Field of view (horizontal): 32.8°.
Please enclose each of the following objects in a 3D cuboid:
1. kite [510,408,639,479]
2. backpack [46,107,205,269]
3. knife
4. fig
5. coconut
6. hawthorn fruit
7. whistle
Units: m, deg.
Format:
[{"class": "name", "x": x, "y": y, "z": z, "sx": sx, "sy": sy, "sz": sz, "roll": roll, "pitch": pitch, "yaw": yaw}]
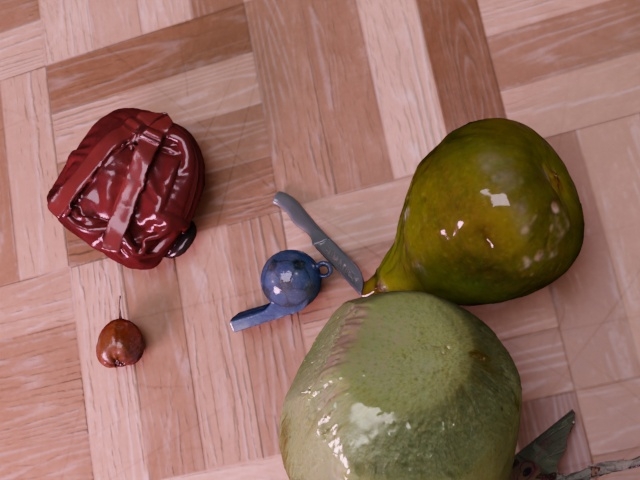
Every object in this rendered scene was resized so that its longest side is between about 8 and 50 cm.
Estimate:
[{"class": "kite", "x": 0.275, "y": 0.284, "z": 1.274, "sx": 0.250, "sy": 0.012, "sz": 0.229, "roll": -24, "pitch": 27, "yaw": 40}, {"class": "backpack", "x": -0.264, "y": -0.082, "z": 1.528, "sx": 0.229, "sy": 0.139, "sz": 0.229, "roll": -4, "pitch": 78, "yaw": 17}, {"class": "knife", "x": 0.000, "y": 0.000, "z": 1.479, "sx": 0.028, "sy": 0.015, "sz": 0.210, "roll": -29, "pitch": 56, "yaw": -22}, {"class": "fig", "x": 0.171, "y": -0.034, "z": 1.346, "sx": 0.314, "sy": 0.233, "sz": 0.233, "roll": 1, "pitch": 75, "yaw": 41}, {"class": "coconut", "x": 0.092, "y": 0.225, "z": 1.271, "sx": 0.282, "sy": 0.328, "sz": 0.328, "roll": -4, "pitch": 74, "yaw": -6}, {"class": "hawthorn fruit", "x": -0.283, "y": 0.129, "z": 1.526, "sx": 0.067, "sy": 0.067, "sz": 0.103, "roll": -15, "pitch": 60, "yaw": 13}, {"class": "whistle", "x": -0.057, "y": 0.059, "z": 1.460, "sx": 0.158, "sy": 0.090, "sz": 0.090, "roll": -18, "pitch": 72, "yaw": 13}]
